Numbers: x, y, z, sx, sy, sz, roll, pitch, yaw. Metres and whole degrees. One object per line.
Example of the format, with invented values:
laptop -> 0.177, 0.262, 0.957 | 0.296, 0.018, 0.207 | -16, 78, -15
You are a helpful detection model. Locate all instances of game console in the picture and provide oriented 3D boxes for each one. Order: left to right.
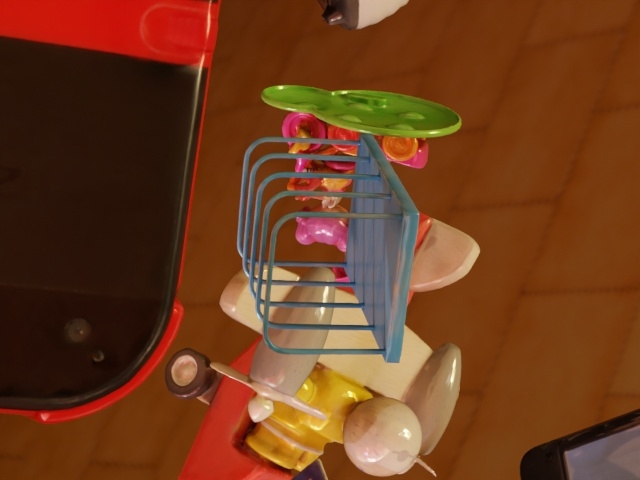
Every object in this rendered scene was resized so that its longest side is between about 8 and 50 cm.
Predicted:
game console -> -0.228, -0.101, 0.635 | 0.060, 0.387, 0.342 | -169, 85, -70
game console -> 0.319, 0.277, 1.637 | 0.293, 0.173, 0.250 | -25, 53, 28

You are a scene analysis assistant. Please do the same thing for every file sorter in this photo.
file sorter -> 0.000, 0.000, 1.154 | 0.170, 0.104, 0.118 | -112, 26, -65

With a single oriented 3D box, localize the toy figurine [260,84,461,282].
toy figurine -> 0.025, -0.041, 1.325 | 0.130, 0.173, 0.159 | -53, -28, -68

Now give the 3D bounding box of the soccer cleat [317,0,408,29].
soccer cleat -> 0.030, -0.183, 0.434 | 0.116, 0.318, 0.108 | -25, 64, -9

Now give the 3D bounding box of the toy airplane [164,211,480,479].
toy airplane -> 0.040, 0.135, 1.714 | 0.272, 0.386, 0.384 | 52, 145, 34

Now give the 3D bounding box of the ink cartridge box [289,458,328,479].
ink cartridge box -> -0.091, 0.276, 0.913 | 0.333, 0.065, 0.165 | -43, 57, 35
